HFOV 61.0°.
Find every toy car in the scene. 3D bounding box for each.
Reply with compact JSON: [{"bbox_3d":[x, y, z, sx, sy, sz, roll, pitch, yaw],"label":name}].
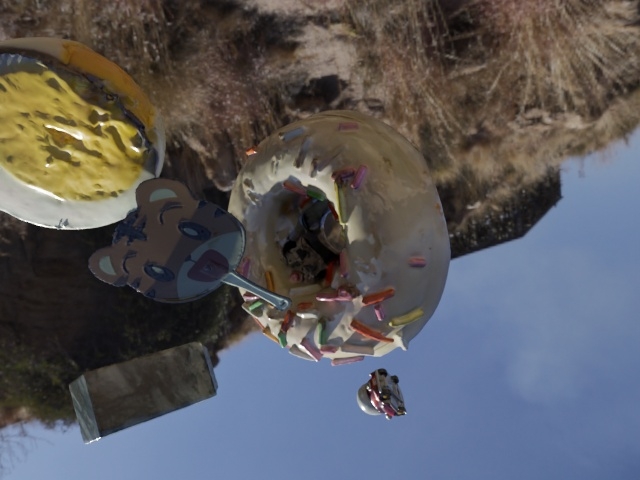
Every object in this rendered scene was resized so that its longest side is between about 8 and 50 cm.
[{"bbox_3d":[0.147,0.400,1.405,0.112,0.139,0.112,-27,-138,18],"label":"toy car"}]

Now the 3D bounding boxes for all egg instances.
[{"bbox_3d":[-0.415,-0.187,0.876,0.337,0.337,0.201,-8,-141,3],"label":"egg"}]

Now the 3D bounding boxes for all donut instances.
[{"bbox_3d":[0.000,0.000,0.792,0.382,0.383,0.142,1,-173,41],"label":"donut"}]

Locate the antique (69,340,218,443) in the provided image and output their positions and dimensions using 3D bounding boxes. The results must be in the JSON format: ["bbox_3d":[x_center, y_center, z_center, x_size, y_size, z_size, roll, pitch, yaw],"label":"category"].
[{"bbox_3d":[-0.241,0.209,0.766,0.183,0.086,0.088,-10,165,-40],"label":"antique"}]

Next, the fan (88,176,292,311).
[{"bbox_3d":[-0.118,0.028,0.585,0.152,0.226,0.008,-45,-145,22],"label":"fan"}]
